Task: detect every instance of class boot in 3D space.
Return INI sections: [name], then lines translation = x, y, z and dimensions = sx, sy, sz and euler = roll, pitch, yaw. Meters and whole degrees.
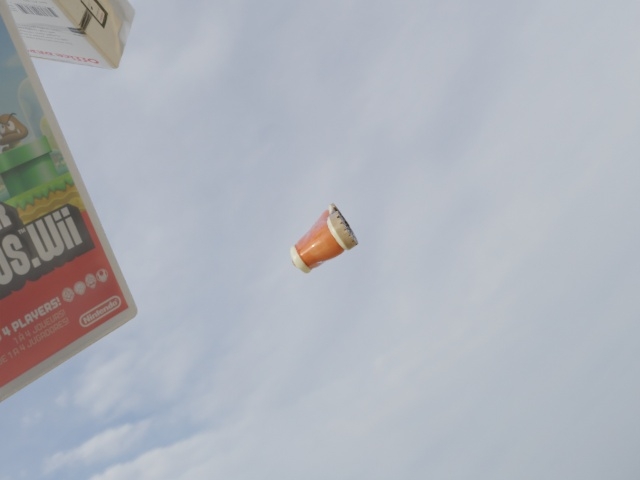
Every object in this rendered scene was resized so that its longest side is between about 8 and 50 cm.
[boot]
translation = 0.000, 0.000, 1.140
dimensions = 0.084, 0.059, 0.158
euler = -35, 2, 6

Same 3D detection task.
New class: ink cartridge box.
[ink cartridge box]
translation = -0.317, -0.279, 1.015
dimensions = 0.203, 0.148, 0.086
euler = 56, -133, -72

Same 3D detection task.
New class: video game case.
[video game case]
translation = -0.246, -0.032, 0.565
dimensions = 0.025, 0.285, 0.204
euler = -4, 22, 44
